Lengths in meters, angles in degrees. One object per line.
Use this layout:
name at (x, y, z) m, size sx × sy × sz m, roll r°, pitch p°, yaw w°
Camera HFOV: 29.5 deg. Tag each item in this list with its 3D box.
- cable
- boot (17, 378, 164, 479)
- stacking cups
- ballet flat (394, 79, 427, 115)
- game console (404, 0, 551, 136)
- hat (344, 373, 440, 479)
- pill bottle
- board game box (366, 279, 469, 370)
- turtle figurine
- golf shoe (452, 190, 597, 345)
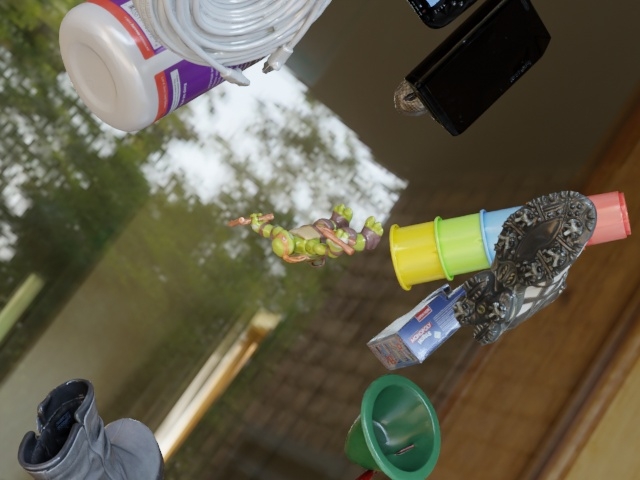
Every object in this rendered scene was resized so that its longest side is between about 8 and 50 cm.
cable at (-0.087, -0.308, 1.351) m, size 0.257 × 0.257 × 0.089 m, roll 18°, pitch 34°, yaw -52°
boot at (-0.302, 0.278, 1.650) m, size 0.338 × 0.118 × 0.223 m, roll -88°, pitch 169°, yaw -67°
stacking cups at (0.254, -0.006, 1.640) m, size 0.316 × 0.096 × 0.096 m, roll -12°, pitch -36°, yaw 18°
ballet flat at (0.227, -0.268, 1.950) m, size 0.084 × 0.249 × 0.058 m, roll 52°, pitch -24°, yaw 42°
game console at (0.178, -0.325, 1.711) m, size 0.361 × 0.213 × 0.044 m, roll 47°, pitch -2°, yaw -40°
hat at (0.062, 0.327, 1.926) m, size 0.183 × 0.208 × 0.173 m, roll -28°, pitch -85°, yaw 40°
pill bottle at (-0.182, -0.292, 1.664) m, size 0.181 × 0.323 × 0.182 m, roll 35°, pitch -36°, yaw 31°
board game box at (0.158, 0.129, 1.864) m, size 0.060 × 0.194 × 0.194 m, roll 51°, pitch -28°, yaw 0°
turtle figurine at (0.000, 0.000, 1.965) m, size 0.269 × 0.087 × 0.217 m, roll 9°, pitch 14°, yaw 42°
golf shoe at (0.212, 0.019, 1.196) m, size 0.077 × 0.094 × 0.198 m, roll 56°, pitch -49°, yaw 21°
